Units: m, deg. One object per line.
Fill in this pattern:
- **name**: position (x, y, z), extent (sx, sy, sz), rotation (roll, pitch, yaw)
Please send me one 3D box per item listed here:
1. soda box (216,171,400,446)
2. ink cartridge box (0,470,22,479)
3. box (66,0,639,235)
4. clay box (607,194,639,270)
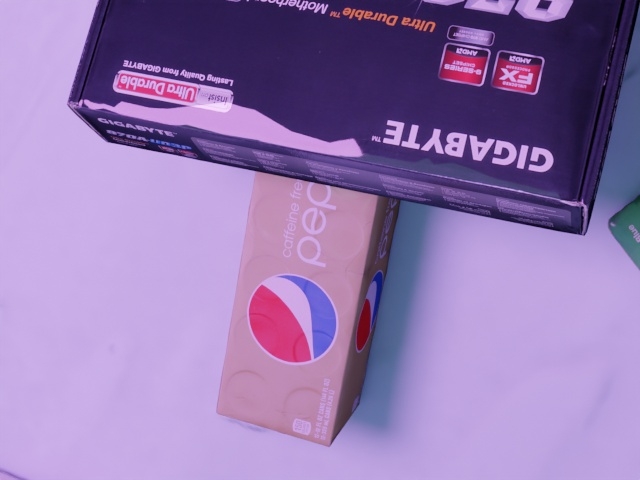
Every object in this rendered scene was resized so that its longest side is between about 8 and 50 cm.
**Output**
- **soda box**: position (0.000, 0.000, 0.689), extent (0.061, 0.058, 0.181), rotation (15, 110, 13)
- **ink cartridge box**: position (-0.199, 0.265, 0.767), extent (0.100, 0.172, 0.237), rotation (22, 111, 10)
- **box**: position (0.023, -0.110, 0.612), extent (0.220, 0.051, 0.175), rotation (12, 79, 14)
- **clay box**: position (0.242, -0.018, 0.610), extent (0.222, 0.053, 0.127), rotation (-38, 92, 22)
